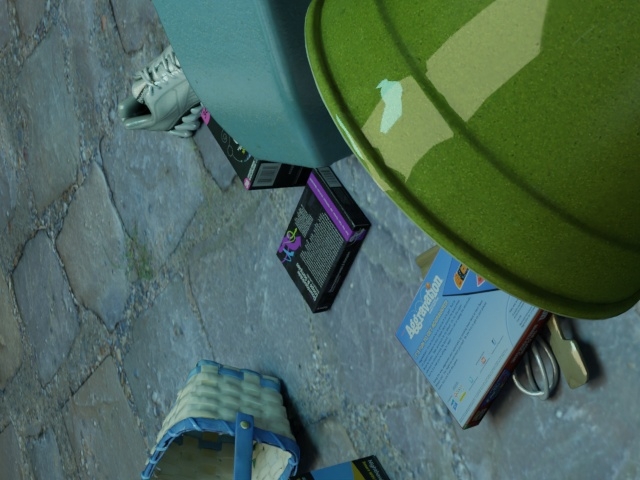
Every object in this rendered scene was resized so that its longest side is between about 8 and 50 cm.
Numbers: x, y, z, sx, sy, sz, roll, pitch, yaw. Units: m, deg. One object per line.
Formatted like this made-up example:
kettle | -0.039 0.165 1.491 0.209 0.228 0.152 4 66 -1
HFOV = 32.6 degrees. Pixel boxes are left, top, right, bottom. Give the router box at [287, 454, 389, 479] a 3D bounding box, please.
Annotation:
router box | 0.048 0.356 1.332 0.179 0.133 0.046 56 138 33

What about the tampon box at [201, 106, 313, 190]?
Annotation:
tampon box | -0.070 -0.163 1.444 0.161 0.102 0.120 56 137 35

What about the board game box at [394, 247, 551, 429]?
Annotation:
board game box | 0.171 0.057 1.145 0.145 0.027 0.281 54 139 31

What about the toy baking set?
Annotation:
toy baking set | 0.194 0.065 1.168 0.256 0.030 0.196 8 105 55

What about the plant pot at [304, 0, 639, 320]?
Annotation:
plant pot | 0.239 -0.189 0.815 0.353 0.367 0.366 -46 58 35

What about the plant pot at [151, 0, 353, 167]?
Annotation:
plant pot | -0.014 -0.224 1.246 0.248 0.247 0.252 14 125 54

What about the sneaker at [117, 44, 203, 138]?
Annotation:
sneaker | -0.206 -0.242 1.621 0.292 0.118 0.110 -44 58 48

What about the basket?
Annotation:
basket | -0.140 0.329 1.516 0.288 0.201 0.254 -84 18 -44

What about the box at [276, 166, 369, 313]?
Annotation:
box | 0.000 0.000 1.437 0.116 0.029 0.162 57 137 34
